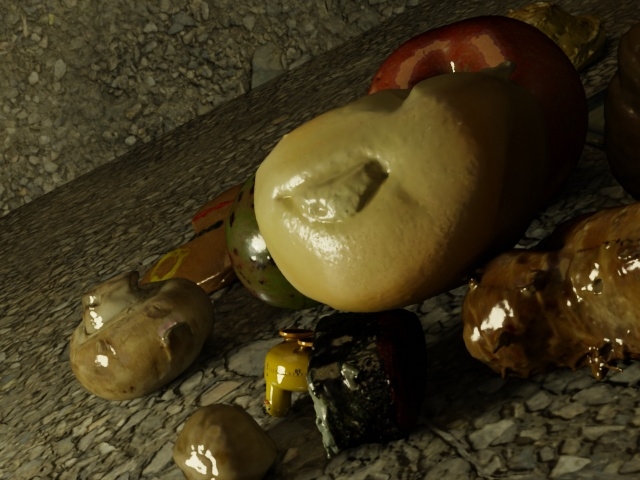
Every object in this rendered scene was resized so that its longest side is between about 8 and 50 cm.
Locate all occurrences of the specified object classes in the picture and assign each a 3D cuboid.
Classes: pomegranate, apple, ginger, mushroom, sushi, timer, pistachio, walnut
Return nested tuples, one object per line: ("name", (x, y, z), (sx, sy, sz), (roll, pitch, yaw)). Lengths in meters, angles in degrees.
("pomegranate", (-0.005, -0.016, 1.787), (0.306, 0.242, 0.242), (-6, 27, 45))
("apple", (0.231, -0.180, 1.785), (0.348, 0.277, 0.348), (-13, 56, 21))
("ginger", (0.304, 0.063, 1.275), (0.254, 0.176, 0.418), (-33, 11, -26))
("mushroom", (-0.279, 0.140, 1.827), (0.255, 0.184, 0.255), (-23, 5, 2))
("sushi", (0.052, 0.158, 1.415), (0.126, 0.136, 0.225), (-11, 17, 15))
("timer", (-0.024, 0.179, 1.559), (0.107, 0.109, 0.107), (2, 7, 0))
("pistachio", (-0.117, 0.252, 1.436), (0.126, 0.108, 0.185), (-4, 10, -6))
("walnut", (0.503, -0.170, 1.484), (0.333, 0.333, 0.333), (-23, 19, 8))

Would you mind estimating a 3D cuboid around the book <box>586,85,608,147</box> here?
("book", (0.534, -0.221, 1.974), (0.228, 0.018, 0.322), (-29, 19, -5))

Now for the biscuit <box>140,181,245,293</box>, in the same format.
("biscuit", (-0.211, -0.004, 2.191), (0.262, 0.052, 0.277), (-14, 39, 33))

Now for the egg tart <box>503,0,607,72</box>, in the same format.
("egg tart", (0.417, -0.393, 2.406), (0.341, 0.132, 0.341), (-24, 20, 9))

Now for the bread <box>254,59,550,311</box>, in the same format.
("bread", (0.110, -0.053, 1.457), (0.348, 0.253, 0.376), (-23, -5, 21))
